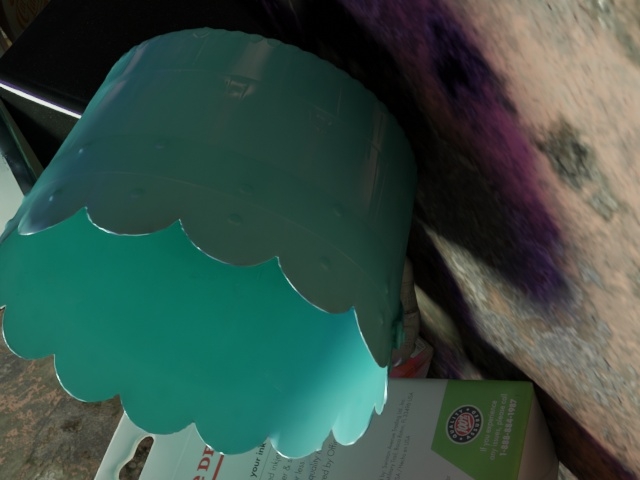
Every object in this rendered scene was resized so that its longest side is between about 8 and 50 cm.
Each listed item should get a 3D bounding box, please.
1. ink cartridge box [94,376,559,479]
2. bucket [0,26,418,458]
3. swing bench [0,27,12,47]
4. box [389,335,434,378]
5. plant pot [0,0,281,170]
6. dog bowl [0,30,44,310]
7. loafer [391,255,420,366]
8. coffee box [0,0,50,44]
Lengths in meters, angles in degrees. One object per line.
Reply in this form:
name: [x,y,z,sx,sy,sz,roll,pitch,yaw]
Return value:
ink cartridge box: [-0.007,0.221,0.951,0.354,0.207,0.119,-1,138,25]
bucket: [-0.068,0.005,0.815,0.281,0.183,0.281,13,145,9]
swing bench: [-0.429,-0.317,1.441,0.165,0.253,0.254,-12,121,33]
box: [-0.054,0.101,1.193,0.300,0.142,0.154,38,144,23]
plant pot: [-0.126,-0.119,0.991,0.167,0.188,0.187,27,158,21]
dog bowl: [-0.353,-0.109,1.117,0.408,0.150,0.407,155,90,-84]
loafer: [0.000,0.000,1.060,0.319,0.112,0.111,42,127,55]
coffee box: [-0.273,-0.264,1.280,0.246,0.098,0.141,52,132,15]
